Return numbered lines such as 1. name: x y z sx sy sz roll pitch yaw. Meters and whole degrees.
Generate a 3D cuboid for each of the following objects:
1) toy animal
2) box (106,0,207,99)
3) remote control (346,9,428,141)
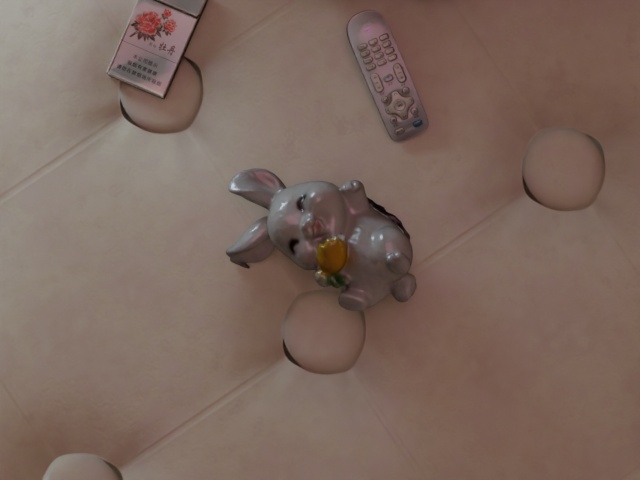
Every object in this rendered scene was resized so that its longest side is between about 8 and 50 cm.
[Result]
1. toy animal: 0.004 -0.005 1.605 0.325 0.154 0.208 12 111 20
2. box: -0.278 -0.353 1.664 0.109 0.029 0.198 23 90 0
3. remote control: 0.111 -0.282 1.662 0.073 0.044 0.229 -24 97 2
